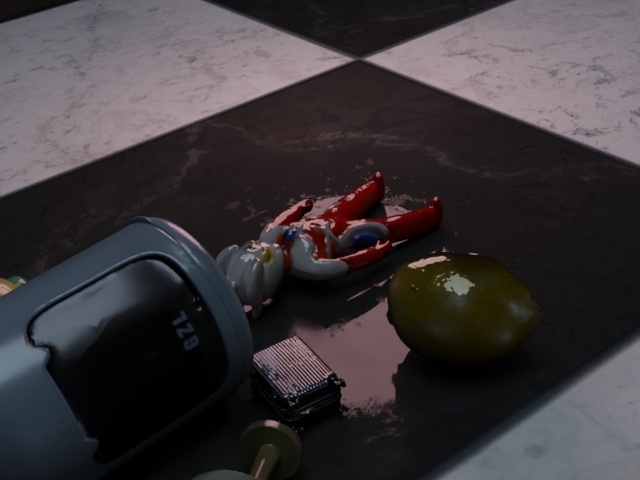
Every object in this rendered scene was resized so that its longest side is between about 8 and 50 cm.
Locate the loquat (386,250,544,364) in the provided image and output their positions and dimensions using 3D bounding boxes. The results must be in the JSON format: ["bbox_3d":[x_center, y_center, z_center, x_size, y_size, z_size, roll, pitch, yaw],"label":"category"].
[{"bbox_3d":[0.174,0.082,1.105,0.195,0.152,0.152,-3,32,21],"label":"loquat"}]

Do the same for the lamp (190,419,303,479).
[{"bbox_3d":[-0.080,0.268,0.897,0.121,0.121,0.214,1,21,13],"label":"lamp"}]

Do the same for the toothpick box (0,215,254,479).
[{"bbox_3d":[-0.283,0.151,1.017,0.355,0.262,0.263,-32,40,-32],"label":"toothpick box"}]

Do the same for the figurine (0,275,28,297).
[{"bbox_3d":[-0.559,0.116,1.214,0.325,0.124,0.222,-10,33,3],"label":"figurine"}]

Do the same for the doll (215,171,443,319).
[{"bbox_3d":[0.000,0.000,1.320,0.384,0.099,0.188,-29,39,-36],"label":"doll"}]

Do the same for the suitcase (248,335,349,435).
[{"bbox_3d":[-0.030,0.171,1.083,0.086,0.059,0.126,-21,35,-24],"label":"suitcase"}]
